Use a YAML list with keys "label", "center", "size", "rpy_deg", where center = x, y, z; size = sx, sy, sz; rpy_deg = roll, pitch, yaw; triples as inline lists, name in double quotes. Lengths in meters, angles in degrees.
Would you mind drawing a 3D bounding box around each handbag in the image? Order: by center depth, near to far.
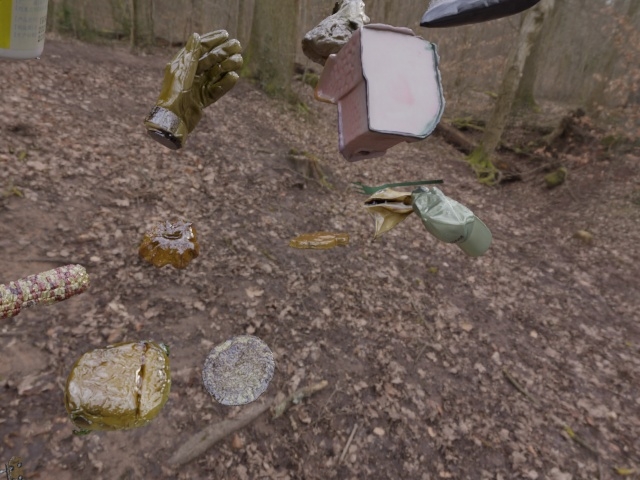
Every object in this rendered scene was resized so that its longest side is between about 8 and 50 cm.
- label: "handbag"
  center: [0.363, -0.549, 0.921]
  size: [0.255, 0.088, 0.211]
  rpy_deg: [-4, 39, 22]

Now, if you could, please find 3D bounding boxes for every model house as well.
- label: "model house"
  center: [0.126, -0.313, 0.931]
  size: [0.203, 0.236, 0.237]
  rpy_deg: [-5, -3, -26]

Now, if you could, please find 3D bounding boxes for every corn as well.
- label: "corn"
  center: [-0.767, 0.142, 1.067]
  size: [0.098, 0.098, 0.290]
  rpy_deg: [17, 26, 33]

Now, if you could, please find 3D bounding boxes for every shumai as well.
- label: "shumai"
  center: [0.055, -0.556, 1.080]
  size: [0.206, 0.175, 0.166]
  rpy_deg: [5, 6, -5]

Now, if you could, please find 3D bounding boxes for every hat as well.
- label: "hat"
  center: [0.241, -0.028, 0.777]
  size: [0.081, 0.166, 0.122]
  rpy_deg: [-48, 16, -16]

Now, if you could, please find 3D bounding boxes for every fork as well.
- label: "fork"
  center: [0.166, -0.126, 0.936]
  size: [0.235, 0.039, 0.021]
  rpy_deg: [2, 50, 39]

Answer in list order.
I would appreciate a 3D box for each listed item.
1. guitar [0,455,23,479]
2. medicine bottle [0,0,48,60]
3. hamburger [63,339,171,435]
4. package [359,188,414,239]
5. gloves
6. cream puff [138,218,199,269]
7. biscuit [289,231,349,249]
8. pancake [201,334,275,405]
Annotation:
- label: "guitar"
  center: [-0.519, 0.517, 0.701]
  size: [0.038, 0.270, 0.084]
  rpy_deg: [-19, -10, -8]
- label: "medicine bottle"
  center: [-0.685, -0.592, 0.837]
  size: [0.214, 0.378, 0.213]
  rpy_deg: [22, 33, -15]
- label: "hamburger"
  center: [-0.415, 0.291, 0.825]
  size: [0.206, 0.129, 0.183]
  rpy_deg: [-8, 47, -6]
- label: "package"
  center: [0.263, -0.138, 1.534]
  size: [0.165, 0.221, 0.311]
  rpy_deg: [52, 20, 4]
- label: "gloves"
  center: [-0.328, -0.394, 1.037]
  size: [0.154, 0.330, 0.141]
  rpy_deg: [33, -7, -36]
- label: "cream puff"
  center: [-0.650, 0.013, 1.772]
  size: [0.241, 0.154, 0.268]
  rpy_deg: [17, 46, -20]
- label: "biscuit"
  center: [0.000, 0.003, 1.387]
  size: [0.185, 0.035, 0.249]
  rpy_deg: [4, 10, 23]
- label: "pancake"
  center: [-0.213, 0.333, 1.054]
  size: [0.200, 0.021, 0.199]
  rpy_deg: [0, 45, 0]
